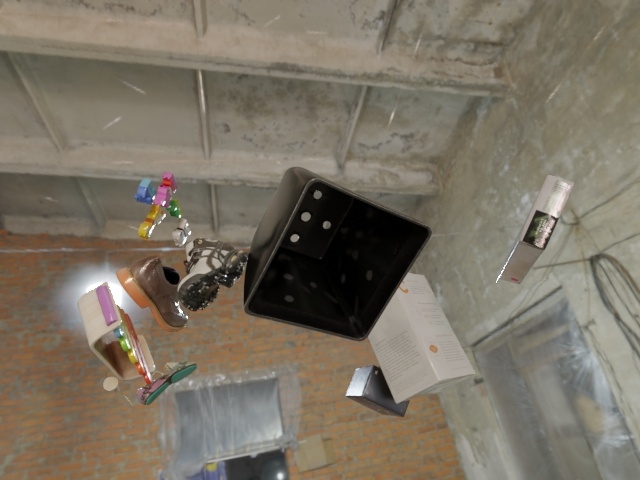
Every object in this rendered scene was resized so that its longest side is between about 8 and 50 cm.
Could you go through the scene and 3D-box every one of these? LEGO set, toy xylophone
[{"bbox_3d":[-0.371,-0.053,0.989,0.086,0.093,0.227,13,-32,3],"label":"LEGO set"},{"bbox_3d":[-0.464,0.251,1.007,0.081,0.236,0.323,-23,-22,-20],"label":"toy xylophone"}]

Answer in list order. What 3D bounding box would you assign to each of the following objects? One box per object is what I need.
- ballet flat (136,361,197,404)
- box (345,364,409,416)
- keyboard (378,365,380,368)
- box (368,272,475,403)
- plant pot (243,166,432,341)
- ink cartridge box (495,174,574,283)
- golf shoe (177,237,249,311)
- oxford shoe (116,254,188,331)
[{"bbox_3d":[-0.541,0.479,1.516,0.221,0.079,0.077,-34,-27,-39],"label":"ballet flat"},{"bbox_3d":[0.191,0.497,1.431,0.153,0.108,0.207,26,-22,-1],"label":"box"},{"bbox_3d":[0.371,0.476,1.659,0.033,0.201,0.317,-2,-46,-53],"label":"keyboard"},{"bbox_3d":[0.275,0.284,1.321,0.214,0.346,0.168,10,-42,-44],"label":"box"},{"bbox_3d":[0.000,0.000,0.602,0.188,0.167,0.188,19,-71,-28],"label":"plant pot"},{"bbox_3d":[0.527,-0.001,1.097,0.069,0.176,0.371,25,-12,19],"label":"ink cartridge box"},{"bbox_3d":[-0.187,0.046,0.680,0.077,0.093,0.198,-58,-3,13],"label":"golf shoe"},{"bbox_3d":[-0.459,0.168,1.304,0.132,0.130,0.364,-35,-27,-14],"label":"oxford shoe"}]
